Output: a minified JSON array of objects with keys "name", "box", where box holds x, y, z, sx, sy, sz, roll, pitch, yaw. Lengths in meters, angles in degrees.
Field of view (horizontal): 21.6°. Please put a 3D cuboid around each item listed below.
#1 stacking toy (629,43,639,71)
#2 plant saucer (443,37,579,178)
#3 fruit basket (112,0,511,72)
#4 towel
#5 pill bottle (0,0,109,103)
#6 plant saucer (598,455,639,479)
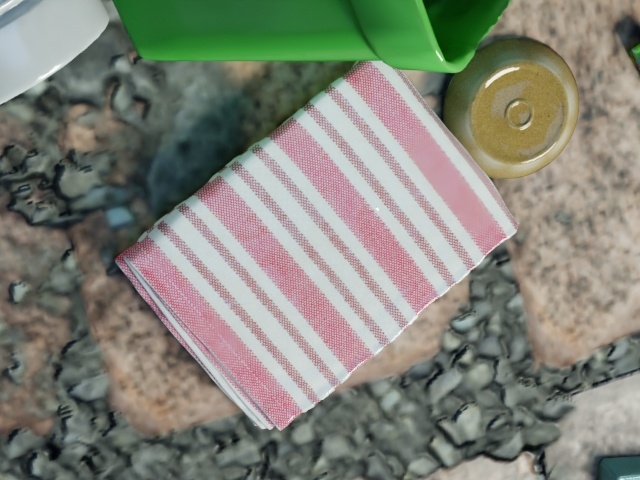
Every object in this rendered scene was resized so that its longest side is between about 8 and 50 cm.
[{"name":"stacking toy","box":[0.225,-0.196,0.939,0.167,0.052,0.221,-31,111,-3]},{"name":"plant saucer","box":[0.113,-0.074,0.967,0.083,0.015,0.083,-4,107,-12]},{"name":"fruit basket","box":[0.036,-0.269,0.707,0.392,0.283,0.392,9,121,16]},{"name":"towel","box":[0.000,0.000,0.958,0.197,0.029,0.144,-40,110,-2]},{"name":"pill bottle","box":[-0.202,-0.179,0.802,0.131,0.131,0.229,-31,111,-3]},{"name":"plant saucer","box":[0.207,0.229,1.076,0.067,0.018,0.192,-2,105,-13]}]
